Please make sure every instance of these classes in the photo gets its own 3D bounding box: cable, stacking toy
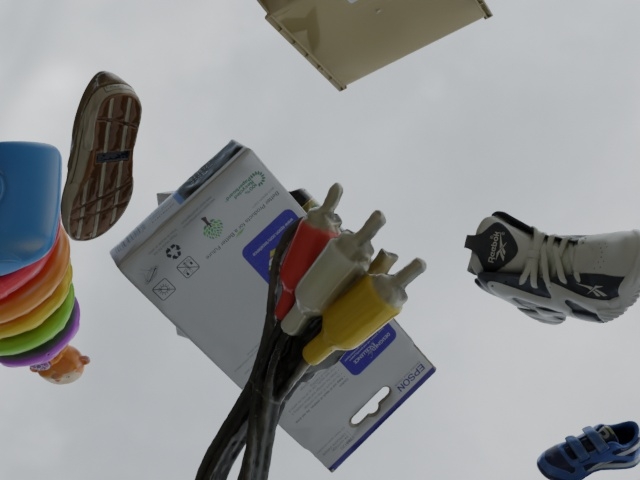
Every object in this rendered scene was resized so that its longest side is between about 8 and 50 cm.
[{"bbox_3d":[-0.039,0.088,0.628,0.287,0.072,0.139,-54,-132,12],"label":"cable"},{"bbox_3d":[-0.310,0.063,0.869,0.175,0.302,0.166,-10,-133,-1],"label":"stacking toy"}]

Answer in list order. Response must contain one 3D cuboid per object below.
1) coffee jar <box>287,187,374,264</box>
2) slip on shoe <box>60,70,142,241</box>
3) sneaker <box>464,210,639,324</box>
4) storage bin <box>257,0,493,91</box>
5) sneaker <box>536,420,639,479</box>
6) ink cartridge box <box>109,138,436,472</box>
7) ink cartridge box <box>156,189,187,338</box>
[{"bbox_3d":[0.000,0.000,1.323,0.079,0.184,0.096,-43,180,4],"label":"coffee jar"},{"bbox_3d":[-0.169,-0.062,0.638,0.041,0.051,0.135,48,-47,37],"label":"slip on shoe"},{"bbox_3d":[0.238,0.022,0.918,0.235,0.153,0.094,149,-39,-76],"label":"sneaker"},{"bbox_3d":[0.069,-0.365,1.190,0.262,0.260,0.123,-22,-118,22],"label":"storage bin"},{"bbox_3d":[0.334,0.257,1.053,0.053,0.144,0.059,-120,-156,-49],"label":"sneaker"},{"bbox_3d":[-0.037,0.074,0.855,0.165,0.333,0.065,-43,-154,-6],"label":"ink cartridge box"},{"bbox_3d":[-0.141,0.032,1.128,0.148,0.085,0.203,5,-77,57],"label":"ink cartridge box"}]
